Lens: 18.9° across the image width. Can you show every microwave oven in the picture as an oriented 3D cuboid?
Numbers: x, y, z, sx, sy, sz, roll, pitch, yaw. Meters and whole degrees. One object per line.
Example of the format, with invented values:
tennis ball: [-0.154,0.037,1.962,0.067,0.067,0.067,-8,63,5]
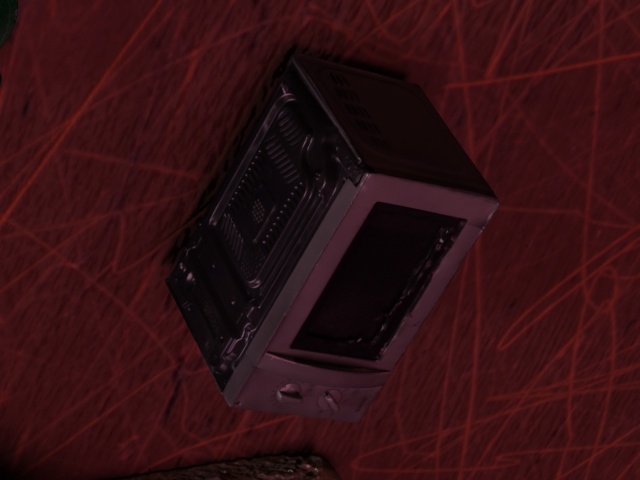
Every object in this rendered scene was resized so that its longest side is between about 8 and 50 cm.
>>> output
microwave oven: [0.000,0.000,1.329,0.122,0.162,0.208,11,123,-35]

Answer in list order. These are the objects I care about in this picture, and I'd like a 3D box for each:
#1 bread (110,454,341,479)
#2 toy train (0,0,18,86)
bread: [-0.117,0.269,1.594,0.287,0.056,0.207,-8,131,-20]
toy train: [-0.225,-0.142,1.148,0.105,0.071,0.178,-5,131,-39]
